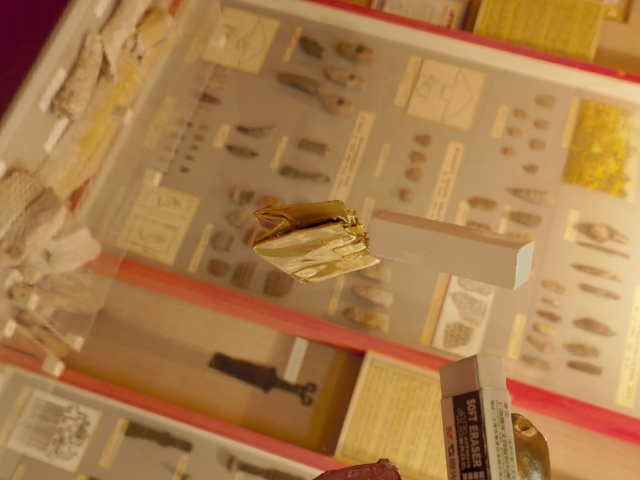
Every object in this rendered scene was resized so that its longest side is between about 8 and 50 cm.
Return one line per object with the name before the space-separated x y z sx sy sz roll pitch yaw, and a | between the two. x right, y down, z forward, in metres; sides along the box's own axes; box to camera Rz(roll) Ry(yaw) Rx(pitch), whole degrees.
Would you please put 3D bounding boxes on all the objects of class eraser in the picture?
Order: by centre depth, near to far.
eraser | 0.235 0.014 1.442 0.078 0.298 0.076 -21 119 -52
eraser | 0.303 0.374 1.515 0.130 0.086 0.287 -31 -125 51

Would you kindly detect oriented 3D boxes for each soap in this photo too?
soap | 0.036 0.520 1.481 0.182 0.289 0.112 45 18 -47

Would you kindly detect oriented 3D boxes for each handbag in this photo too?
handbag | 0.000 0.000 2.223 0.401 0.282 0.133 43 43 -62

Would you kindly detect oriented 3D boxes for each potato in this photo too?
potato | 0.507 0.627 2.004 0.195 0.176 0.369 29 54 -69
